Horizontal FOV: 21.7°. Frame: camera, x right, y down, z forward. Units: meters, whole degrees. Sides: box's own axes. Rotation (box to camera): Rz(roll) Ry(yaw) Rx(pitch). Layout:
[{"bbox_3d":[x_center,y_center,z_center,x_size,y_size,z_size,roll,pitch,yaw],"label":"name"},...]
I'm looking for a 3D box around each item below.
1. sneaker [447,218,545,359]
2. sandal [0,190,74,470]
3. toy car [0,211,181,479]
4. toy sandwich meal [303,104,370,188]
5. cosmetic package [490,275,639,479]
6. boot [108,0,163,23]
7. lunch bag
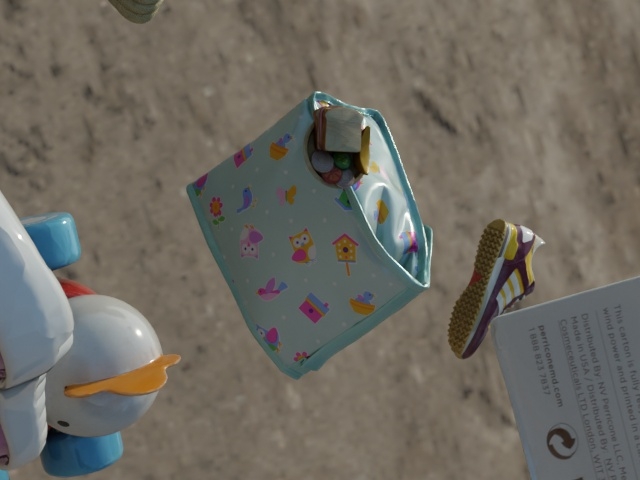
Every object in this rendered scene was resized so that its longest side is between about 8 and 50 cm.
[{"bbox_3d":[0.227,0.070,2.111,0.083,0.069,0.186,20,93,-24],"label":"sneaker"},{"bbox_3d":[-0.228,0.050,0.924,0.102,0.416,0.169,-31,81,-21],"label":"sandal"},{"bbox_3d":[-0.216,0.103,1.324,0.210,0.238,0.219,-17,101,-35],"label":"toy car"},{"bbox_3d":[0.020,-0.094,1.669,0.085,0.029,0.086,3,83,-29],"label":"toy sandwich meal"},{"bbox_3d":[0.446,0.199,1.841,0.393,0.327,0.330,4,70,-57],"label":"cosmetic package"},{"bbox_3d":[-0.188,-0.376,1.698,0.095,0.203,0.262,-8,66,-28],"label":"boot"},{"bbox_3d":[0.000,0.000,1.909,0.160,0.223,0.262,9,52,-53],"label":"lunch bag"}]
